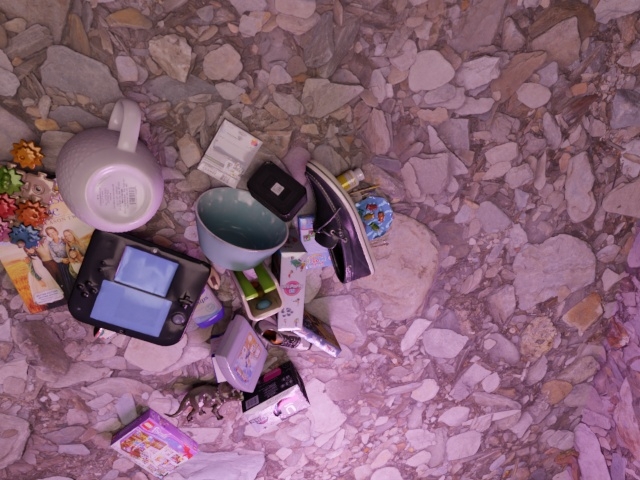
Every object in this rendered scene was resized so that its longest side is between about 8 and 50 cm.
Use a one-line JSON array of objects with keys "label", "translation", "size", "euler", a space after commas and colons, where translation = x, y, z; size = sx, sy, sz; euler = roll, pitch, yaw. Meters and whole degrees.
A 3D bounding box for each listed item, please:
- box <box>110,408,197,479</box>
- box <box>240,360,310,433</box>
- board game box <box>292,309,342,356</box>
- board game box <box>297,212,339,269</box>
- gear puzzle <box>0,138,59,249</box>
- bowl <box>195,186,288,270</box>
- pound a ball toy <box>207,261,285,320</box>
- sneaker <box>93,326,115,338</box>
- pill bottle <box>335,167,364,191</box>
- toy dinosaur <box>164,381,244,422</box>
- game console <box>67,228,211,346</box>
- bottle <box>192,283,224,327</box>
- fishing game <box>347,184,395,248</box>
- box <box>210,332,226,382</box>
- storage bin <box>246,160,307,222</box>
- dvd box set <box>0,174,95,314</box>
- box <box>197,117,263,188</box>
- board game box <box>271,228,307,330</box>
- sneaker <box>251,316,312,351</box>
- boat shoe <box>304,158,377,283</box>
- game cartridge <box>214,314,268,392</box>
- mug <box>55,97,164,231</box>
[{"label": "box", "translation": [-0.684, 0.849, 1.853], "size": [0.200, 0.057, 0.293], "euler": [-36, 117, 2]}, {"label": "box", "translation": [-0.188, 0.649, 1.847], "size": [0.247, 0.163, 0.142], "euler": [-28, 116, -2]}, {"label": "board game box", "translation": [-0.035, 0.347, 1.759], "size": [0.243, 0.165, 0.042], "euler": [37, 99, -26]}, {"label": "board game box", "translation": [0.000, 0.000, 1.687], "size": [0.160, 0.039, 0.212], "euler": [-9, 113, -13]}, {"label": "gear puzzle", "translation": [-0.875, -0.130, 1.305], "size": [0.175, 0.044, 0.339], "euler": [18, 107, -23]}, {"label": "bowl", "translation": [-0.280, -0.019, 1.481], "size": [0.311, 0.312, 0.163], "euler": [15, 128, -21]}, {"label": "pound a ball toy", "translation": [-0.265, 0.169, 1.538], "size": [0.208, 0.319, 0.136], "euler": [-22, 114, -14]}, {"label": "sneaker", "translation": [-0.740, 0.291, 1.602], "size": [0.161, 0.057, 0.075], "euler": [-49, 133, 7]}, {"label": "pill bottle", "translation": [0.098, -0.214, 1.607], "size": [0.116, 0.065, 0.065], "euler": [-30, 118, -1]}, {"label": "toy dinosaur", "translation": [-0.468, 0.645, 1.812], "size": [0.313, 0.121, 0.161], "euler": [0, 101, -11]}, {"label": "game console", "translation": [-0.603, 0.165, 1.487], "size": [0.386, 0.060, 0.342], "euler": [22, 106, -17]}, {"label": "bottle", "translation": [-0.459, 0.184, 1.606], "size": [0.118, 0.092, 0.283], "euler": [-29, 118, -5]}, {"label": "fishing game", "translation": [0.196, -0.078, 1.710], "size": [0.189, 0.041, 0.264], "euler": [-12, 116, -8]}, {"label": "box", "translation": [-0.378, 0.450, 1.721], "size": [0.072, 0.137, 0.126], "euler": [-11, 115, -11]}, {"label": "storage bin", "translation": [-0.143, -0.162, 1.489], "size": [0.180, 0.084, 0.122], "euler": [38, 79, 10]}, {"label": "dvd box set", "translation": [-0.860, 0.012, 1.434], "size": [0.307, 0.062, 0.421], "euler": [-15, 116, -10]}, {"label": "box", "translation": [-0.300, -0.286, 1.477], "size": [0.145, 0.038, 0.186], "euler": [27, 104, -25]}, {"label": "board game box", "translation": [-0.120, 0.136, 1.609], "size": [0.097, 0.224, 0.304], "euler": [-1, 113, -14]}, {"label": "sneaker", "translation": [-0.149, 0.391, 1.779], "size": [0.271, 0.108, 0.100], "euler": [27, 102, -26]}, {"label": "boat shoe", "translation": [0.049, -0.048, 1.561], "size": [0.156, 0.187, 0.500], "euler": [-31, 121, -10]}, {"label": "game cartridge", "translation": [-0.293, 0.443, 1.681], "size": [0.062, 0.198, 0.297], "euler": [1, 139, 19]}, {"label": "mug", "translation": [-0.570, -0.209, 1.245], "size": [0.276, 0.328, 0.374], "euler": [10, 103, -34]}]
